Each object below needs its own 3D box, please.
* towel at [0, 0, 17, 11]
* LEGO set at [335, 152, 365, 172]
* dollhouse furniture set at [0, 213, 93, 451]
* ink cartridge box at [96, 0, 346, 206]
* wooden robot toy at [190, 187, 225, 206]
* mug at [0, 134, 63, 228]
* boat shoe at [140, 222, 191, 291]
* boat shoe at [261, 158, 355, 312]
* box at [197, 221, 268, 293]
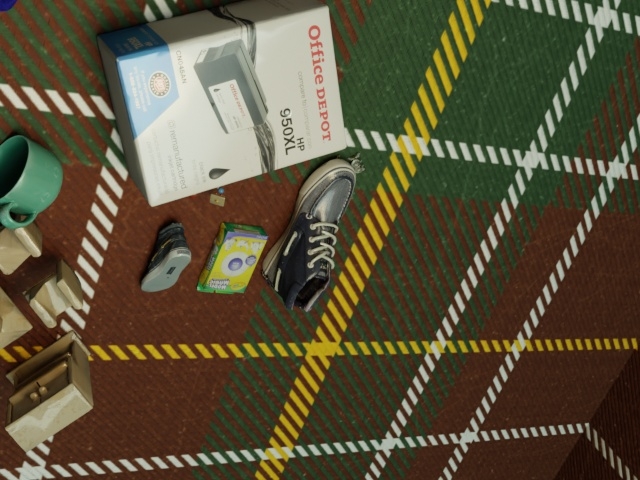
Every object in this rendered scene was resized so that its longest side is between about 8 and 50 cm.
[{"bbox_3d":[-0.573,-0.412,1.420,0.308,0.227,0.076,2,85,-33],"label":"towel"},{"bbox_3d":[0.067,-0.163,2.121,0.083,0.023,0.054,-9,129,-25],"label":"LEGO set"},{"bbox_3d":[-0.627,0.173,1.899,0.362,0.256,0.394,-34,114,-3],"label":"dollhouse furniture set"},{"bbox_3d":[-0.171,-0.266,1.769,0.394,0.166,0.285,-18,120,-17],"label":"ink cartridge box"},{"bbox_3d":[-0.251,-0.141,1.934,0.173,0.079,0.076,33,142,-22],"label":"wooden robot toy"},{"bbox_3d":[-0.532,-0.098,1.739,0.097,0.129,0.158,32,82,-46],"label":"mug"},{"bbox_3d":[-0.324,0.037,2.030,0.065,0.083,0.183,8,147,-34],"label":"boat shoe"},{"bbox_3d":[0.000,0.000,2.109,0.127,0.158,0.341,9,122,-35],"label":"boat shoe"},{"bbox_3d":[-0.196,0.049,2.124,0.105,0.043,0.179,6,123,-33],"label":"box"}]
